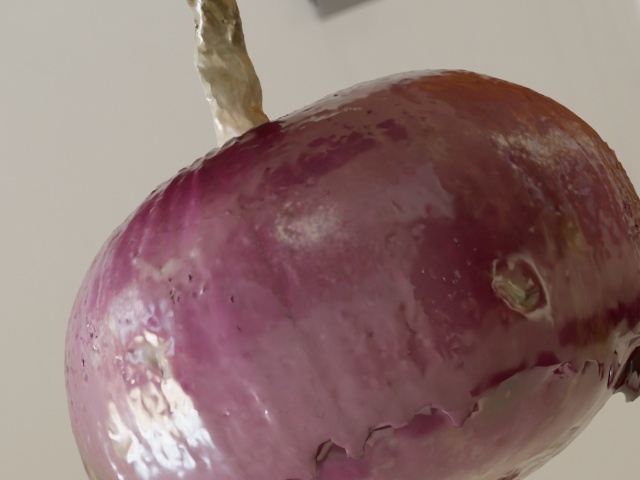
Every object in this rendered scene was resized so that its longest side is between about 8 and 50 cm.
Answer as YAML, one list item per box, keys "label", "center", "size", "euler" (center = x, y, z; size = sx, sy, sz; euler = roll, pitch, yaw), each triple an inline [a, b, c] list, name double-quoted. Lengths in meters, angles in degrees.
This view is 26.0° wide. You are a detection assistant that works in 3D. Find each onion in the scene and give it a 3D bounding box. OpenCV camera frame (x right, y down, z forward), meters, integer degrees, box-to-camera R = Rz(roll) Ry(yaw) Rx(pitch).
- label: "onion"
  center: [0.020, 0.035, 0.828]
  size: [0.358, 0.358, 0.345]
  euler: [-18, -127, 13]
